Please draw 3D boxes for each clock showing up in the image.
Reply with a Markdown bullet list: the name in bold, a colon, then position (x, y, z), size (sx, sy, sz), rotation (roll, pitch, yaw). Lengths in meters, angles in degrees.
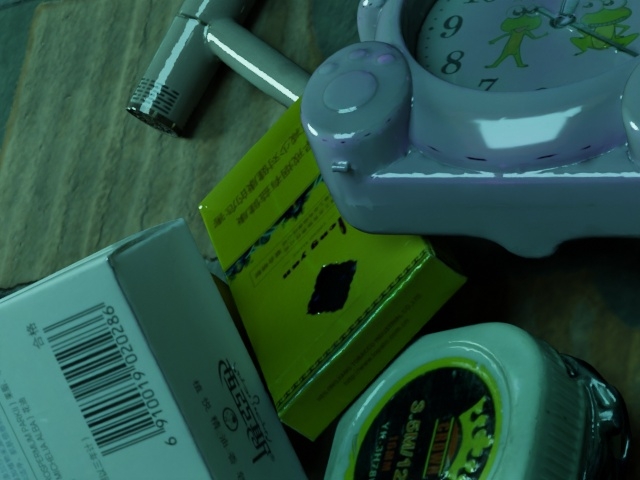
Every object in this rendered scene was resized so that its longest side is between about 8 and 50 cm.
- **clock**: position (0.164, -0.136, 1.245), size (0.296, 0.113, 0.322), rotation (1, 46, 26)

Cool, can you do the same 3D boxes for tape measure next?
- **tape measure**: position (0.094, 0.177, 1.192), size (0.207, 0.115, 0.235), rotation (-13, 52, 43)

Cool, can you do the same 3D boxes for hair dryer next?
- **hair dryer**: position (-0.035, -0.158, 1.523), size (0.220, 0.054, 0.195), rotation (21, 80, 42)

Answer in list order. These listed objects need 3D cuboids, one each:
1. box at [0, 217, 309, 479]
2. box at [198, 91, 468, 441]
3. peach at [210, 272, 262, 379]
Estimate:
- **box**: position (-0.134, 0.151, 1.286), size (0.203, 0.116, 0.274), rotation (-24, 94, 29)
- **box**: position (0.000, 0.000, 1.341), size (0.153, 0.041, 0.279), rotation (-46, 33, 14)
- **peach**: position (-0.113, 0.080, 1.394), size (0.138, 0.138, 0.138), rotation (-18, 56, 30)
